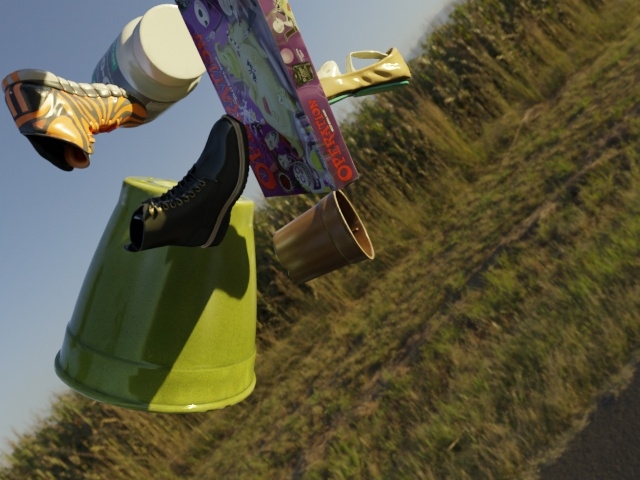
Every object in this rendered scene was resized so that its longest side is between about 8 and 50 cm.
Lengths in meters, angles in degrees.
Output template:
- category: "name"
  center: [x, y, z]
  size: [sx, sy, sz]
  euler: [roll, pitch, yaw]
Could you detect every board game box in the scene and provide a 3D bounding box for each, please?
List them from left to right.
- category: "board game box"
  center: [-0.085, -0.227, 0.798]
  size: [0.056, 0.346, 0.208]
  euler: [-32, 17, -25]

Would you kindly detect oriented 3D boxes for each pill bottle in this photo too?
- category: "pill bottle"
  center: [-0.416, -0.420, 1.398]
  size: [0.204, 0.204, 0.361]
  euler: [-47, 21, -30]

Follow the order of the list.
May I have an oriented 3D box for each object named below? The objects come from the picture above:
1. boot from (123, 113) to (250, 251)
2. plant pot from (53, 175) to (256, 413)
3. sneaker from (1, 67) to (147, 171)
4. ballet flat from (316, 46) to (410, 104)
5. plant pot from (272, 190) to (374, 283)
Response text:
- category: "boot"
  center: [-0.176, -0.068, 0.753]
  size: [0.137, 0.077, 0.197]
  euler: [-10, -56, -45]
- category: "plant pot"
  center: [-0.267, 0.072, 1.055]
  size: [0.366, 0.367, 0.352]
  euler: [-67, -10, -82]
- category: "sneaker"
  center: [-0.480, -0.226, 1.175]
  size: [0.125, 0.180, 0.321]
  euler: [-28, -13, 32]
- category: "ballet flat"
  center: [0.038, -0.253, 0.900]
  size: [0.232, 0.073, 0.080]
  euler: [-22, 7, -28]
- category: "plant pot"
  center: [0.000, 0.000, 1.192]
  size: [0.165, 0.166, 0.167]
  euler: [-27, 8, 14]
